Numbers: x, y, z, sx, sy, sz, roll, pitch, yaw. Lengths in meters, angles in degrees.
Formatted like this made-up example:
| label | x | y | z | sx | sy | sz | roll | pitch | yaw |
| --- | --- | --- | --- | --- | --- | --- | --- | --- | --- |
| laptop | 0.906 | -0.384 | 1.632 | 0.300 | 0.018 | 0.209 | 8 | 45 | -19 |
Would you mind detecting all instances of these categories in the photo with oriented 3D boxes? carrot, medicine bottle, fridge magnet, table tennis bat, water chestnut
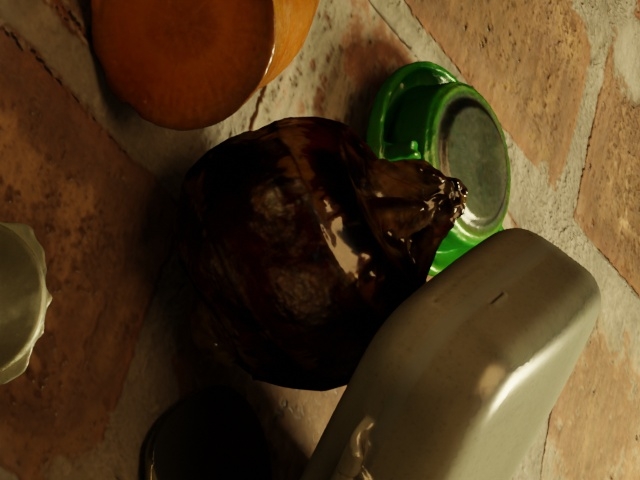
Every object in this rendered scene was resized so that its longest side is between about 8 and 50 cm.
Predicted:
| label | x | y | z | sx | sy | sz | roll | pitch | yaw |
| --- | --- | --- | --- | --- | --- | --- | --- | --- | --- |
| carrot | -0.073 | -0.187 | 1.460 | 0.225 | 0.159 | 0.159 | -37 | 114 | -66 |
| medicine bottle | 0.077 | 0.175 | 1.424 | 0.282 | 0.123 | 0.375 | -35 | 154 | -53 |
| fridge magnet | 0.114 | -0.068 | 1.726 | 0.208 | 0.088 | 0.208 | 17 | 69 | -53 |
| table tennis bat | -0.107 | 0.205 | 1.412 | 0.246 | 0.022 | 0.138 | -38 | 114 | -53 |
| water chestnut | 0.000 | 0.000 | 1.433 | 0.223 | 0.238 | 0.223 | 58 | 15 | -25 |

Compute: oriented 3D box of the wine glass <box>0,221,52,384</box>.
| label | x | y | z | sx | sy | sz | roll | pitch | yaw |
| --- | --- | --- | --- | --- | --- | --- | --- | --- | --- |
| wine glass | -0.249 | 0.016 | 1.082 | 0.232 | 0.156 | 0.156 | 50 | 39 | -74 |
